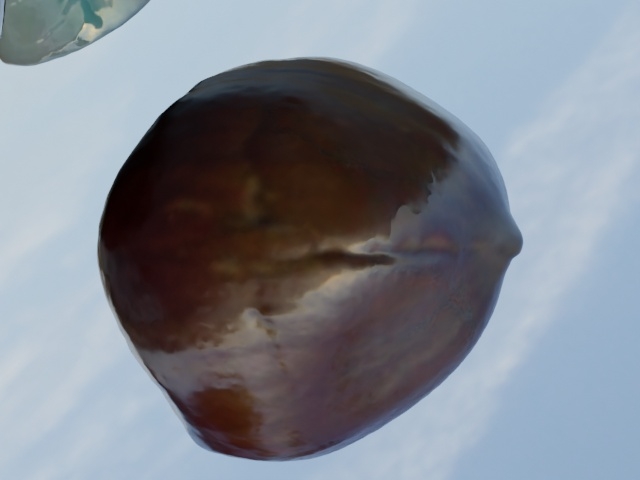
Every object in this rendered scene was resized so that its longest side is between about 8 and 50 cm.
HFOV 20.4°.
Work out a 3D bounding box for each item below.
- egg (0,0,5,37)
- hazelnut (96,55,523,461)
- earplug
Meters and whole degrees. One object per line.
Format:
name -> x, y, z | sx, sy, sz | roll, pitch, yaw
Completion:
egg -> -0.347, -0.139, 1.030 | 0.301, 0.301, 0.374 | -27, -170, 30
hazelnut -> 0.000, 0.000, 0.949 | 0.229, 0.229, 0.229 | -33, -155, 18
earplug -> -0.289, -0.339, 1.602 | 0.185, 0.324, 0.185 | -22, -151, 13
